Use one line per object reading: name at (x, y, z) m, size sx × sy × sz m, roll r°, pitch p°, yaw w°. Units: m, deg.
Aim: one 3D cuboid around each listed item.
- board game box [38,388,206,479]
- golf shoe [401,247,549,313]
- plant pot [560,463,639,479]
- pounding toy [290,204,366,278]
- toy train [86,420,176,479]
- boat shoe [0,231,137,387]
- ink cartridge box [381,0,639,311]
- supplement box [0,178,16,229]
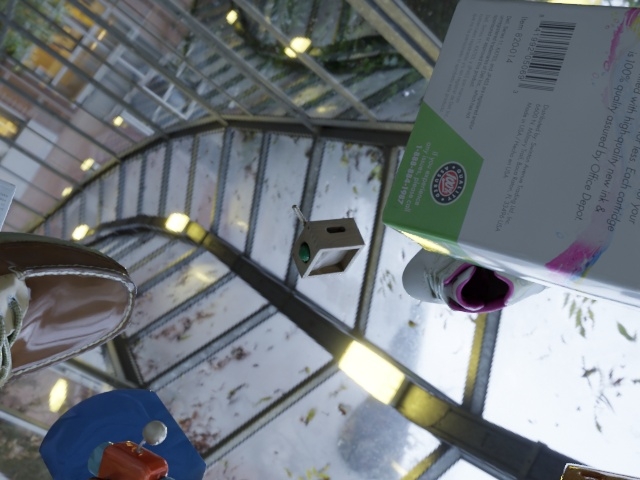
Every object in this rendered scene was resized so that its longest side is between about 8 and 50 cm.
board game box at (-0.206, 0.233, 0.672) m, size 0.168 × 0.133 × 0.033 m, roll 41°, pitch -44°, yaw 32°
golf shoe at (0.207, 0.050, 0.949) m, size 0.140 × 0.115 × 0.306 m, roll -28°, pitch -175°, yaw -34°
plant pot at (0.485, 0.516, 1.092) m, size 0.203 × 0.291 × 0.291 m, roll 18°, pitch -109°, yaw 26°
pounding toy at (0.000, 0.000, 1.327) m, size 0.130 × 0.141 × 0.100 m, roll -59°, pitch -134°, yaw 47°
toy train at (-0.070, 0.170, 0.307) m, size 0.166 × 0.046 × 0.125 m, roll 20°, pitch -86°, yaw 30°
boat shoe at (-0.264, 0.070, 0.429) m, size 0.119 × 0.323 × 0.123 m, roll 23°, pitch -71°, yaw 37°
ink cartridge box at (0.250, -0.052, 0.482) m, size 0.353 × 0.119 × 0.207 m, roll 18°, pitch -95°, yaw 32°
supplement box at (-0.453, 0.018, 0.728) m, size 0.111 × 0.114 × 0.220 m, roll 4°, pitch -106°, yaw 40°
